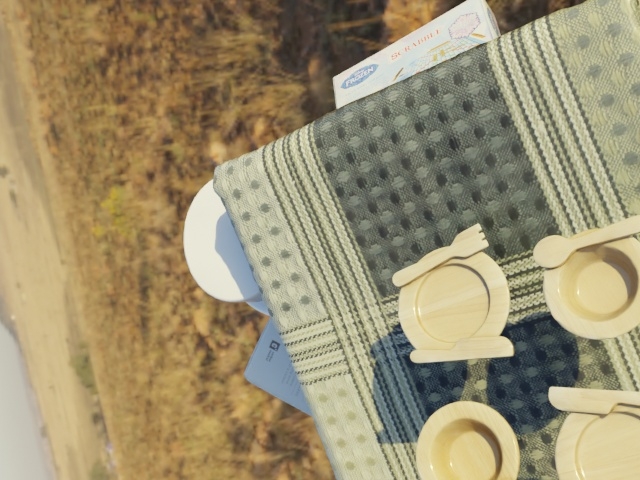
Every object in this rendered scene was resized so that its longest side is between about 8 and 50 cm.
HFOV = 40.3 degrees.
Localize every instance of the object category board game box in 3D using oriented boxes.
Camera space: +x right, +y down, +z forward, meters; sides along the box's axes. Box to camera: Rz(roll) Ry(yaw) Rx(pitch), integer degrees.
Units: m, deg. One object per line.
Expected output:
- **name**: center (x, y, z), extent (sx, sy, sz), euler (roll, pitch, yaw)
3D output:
- **board game box**: center (0.179, -0.240, 1.517), extent (0.066, 0.319, 0.317), euler (42, -148, -41)

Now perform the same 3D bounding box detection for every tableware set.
- **tableware set**: center (0.105, 0.067, 0.438), extent (0.141, 0.020, 0.168), euler (-14, 69, 28)

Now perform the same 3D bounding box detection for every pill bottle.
- **pill bottle**: center (0.000, 0.000, 0.773), extent (0.136, 0.246, 0.136), euler (-1, 88, 35)

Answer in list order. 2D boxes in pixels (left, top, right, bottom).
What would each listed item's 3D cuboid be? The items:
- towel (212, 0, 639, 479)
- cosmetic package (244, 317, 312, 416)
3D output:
- **towel**: center (0.108, 0.051, 0.555), extent (0.312, 0.056, 0.324), euler (-20, 92, 32)
- **cosmetic package**: center (0.058, 0.147, 0.828), extent (0.231, 0.117, 0.085), euler (26, 93, 24)
